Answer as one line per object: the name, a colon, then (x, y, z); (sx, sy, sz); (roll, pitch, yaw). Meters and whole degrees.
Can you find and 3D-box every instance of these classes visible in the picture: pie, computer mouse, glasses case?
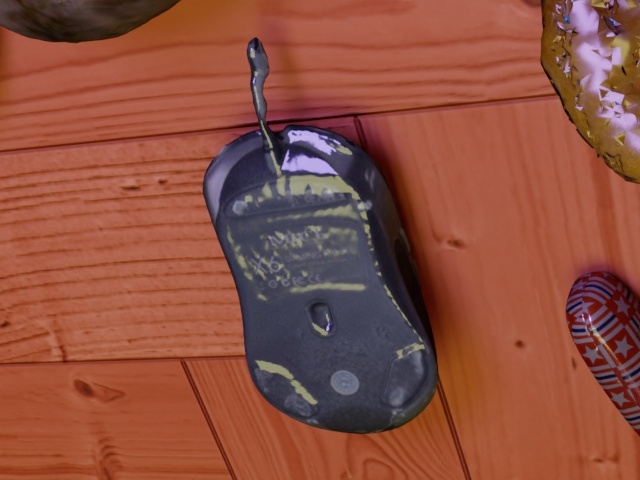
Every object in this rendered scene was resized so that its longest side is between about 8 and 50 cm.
pie: (0.264, -0.159, 0.882); (0.274, 0.069, 0.273); (2, 98, 15)
computer mouse: (0.000, 0.000, 1.134); (0.167, 0.090, 0.379); (-6, 119, 17)
glasses case: (0.268, 0.109, 1.131); (0.049, 0.073, 0.194); (-21, 119, 38)

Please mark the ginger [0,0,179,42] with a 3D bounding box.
ginger: (-0.179, -0.246, 0.891); (0.245, 0.155, 0.304); (2, 158, 22)
